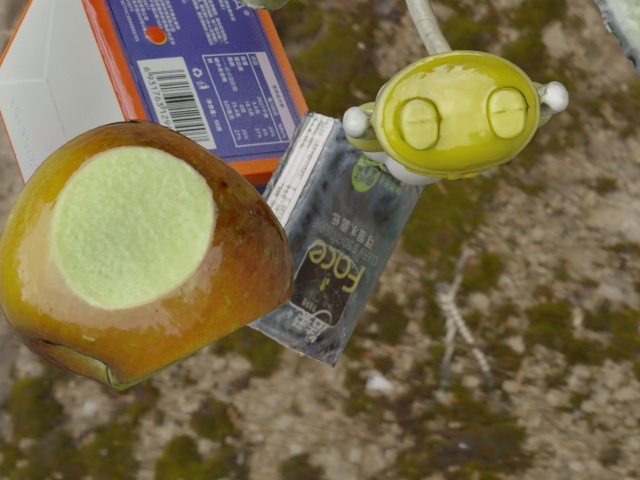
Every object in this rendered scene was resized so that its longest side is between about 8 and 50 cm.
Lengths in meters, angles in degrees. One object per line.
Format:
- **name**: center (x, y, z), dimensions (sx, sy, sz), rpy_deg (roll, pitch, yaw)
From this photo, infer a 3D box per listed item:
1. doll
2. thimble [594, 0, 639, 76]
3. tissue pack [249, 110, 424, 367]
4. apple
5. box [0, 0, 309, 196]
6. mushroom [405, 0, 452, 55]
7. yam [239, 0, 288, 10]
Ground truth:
- **doll**: center (0.063, -0.059, 0.790), dimensions (0.106, 0.162, 0.062), rpy_deg (-6, 93, 1)
- **thimble**: center (0.354, -0.233, 1.354), dimensions (0.150, 0.271, 0.270), rpy_deg (-33, 63, 37)
- **tissue pack**: center (0.000, 0.000, 1.703), dimensions (0.073, 0.173, 0.235), rpy_deg (21, 82, 42)
- **apple**: center (-0.105, 0.017, 0.927), dimensions (0.163, 0.146, 0.147), rpy_deg (38, 76, 10)
- **box**: center (-0.199, -0.145, 1.954), dimensions (0.318, 0.257, 0.348), rpy_deg (-51, 55, 51)
- **mushroom**: center (0.070, -0.217, 1.254), dimensions (0.068, 0.043, 0.306), rpy_deg (-58, 45, 47)
- **yam**: center (-0.047, -0.347, 1.767), dimensions (0.078, 0.078, 0.179), rpy_deg (33, 126, 31)
